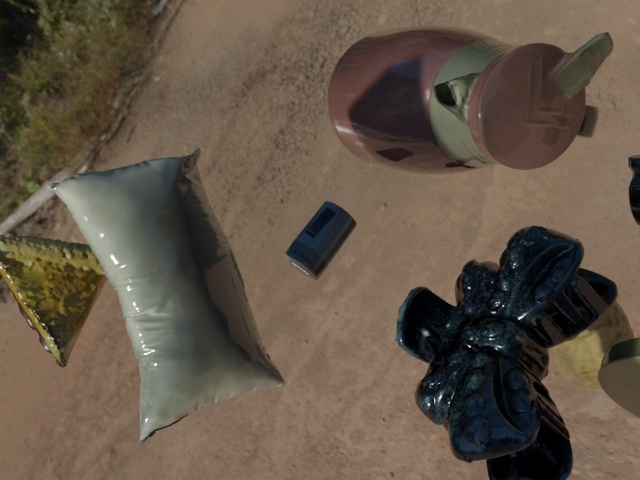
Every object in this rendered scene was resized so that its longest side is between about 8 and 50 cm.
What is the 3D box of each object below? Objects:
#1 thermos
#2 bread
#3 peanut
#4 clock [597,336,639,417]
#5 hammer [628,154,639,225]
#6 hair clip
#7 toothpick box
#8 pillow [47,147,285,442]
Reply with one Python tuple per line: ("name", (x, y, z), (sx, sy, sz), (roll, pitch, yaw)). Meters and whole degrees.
("thermos", (0.128, -0.124, 0.534), (0.265, 0.176, 0.146), (-143, 58, -66))
("bread", (-0.373, 0.084, 0.785), (0.140, 0.169, 0.160), (144, 133, -59))
("peanut", (0.475, 0.171, 1.036), (0.140, 0.325, 0.154), (-12, 53, 24))
("clock", (0.421, 0.169, 0.619), (0.234, 0.235, 0.029), (4, 57, 45))
("hammer", (0.535, -0.103, 0.884), (0.033, 0.287, 0.111), (10, 116, 48))
("hair clip", (0.222, 0.134, 0.726), (0.206, 0.194, 0.310), (-10, 45, 53))
("toothpick box", (0.000, 0.000, 0.703), (0.052, 0.052, 0.083), (21, 69, 48))
("pillow", (-0.139, 0.045, 0.546), (0.078, 0.144, 0.254), (-21, 89, 57))
